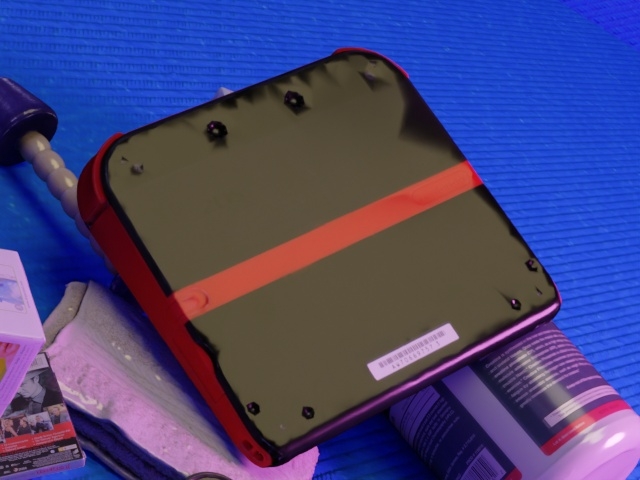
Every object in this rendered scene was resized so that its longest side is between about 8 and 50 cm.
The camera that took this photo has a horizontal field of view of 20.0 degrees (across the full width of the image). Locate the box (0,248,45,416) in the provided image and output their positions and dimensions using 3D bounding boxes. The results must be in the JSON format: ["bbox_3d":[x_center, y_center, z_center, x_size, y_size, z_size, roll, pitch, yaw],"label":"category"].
[{"bbox_3d":[-0.329,0.065,1.363,0.203,0.114,0.103,12,35,-33],"label":"box"}]

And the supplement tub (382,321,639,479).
[{"bbox_3d":[0.171,0.155,1.802,0.272,0.191,0.191,50,27,23],"label":"supplement tub"}]

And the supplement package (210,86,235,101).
[{"bbox_3d":[-0.035,-0.020,1.874,0.203,0.149,0.194,19,31,-32],"label":"supplement package"}]

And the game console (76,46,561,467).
[{"bbox_3d":[0.000,0.000,1.692,0.386,0.060,0.342,-25,75,-34],"label":"game console"}]

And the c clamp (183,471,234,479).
[{"bbox_3d":[-0.079,0.261,1.446,0.137,0.022,0.161,29,45,-2],"label":"c clamp"}]

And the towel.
[{"bbox_3d":[-0.128,0.152,1.579,0.282,0.049,0.187,35,26,-6],"label":"towel"}]

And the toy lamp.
[{"bbox_3d":[-0.243,-0.048,1.733,0.275,0.080,0.080,50,27,24],"label":"toy lamp"}]

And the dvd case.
[{"bbox_3d":[-0.243,0.141,1.436,0.087,0.013,0.119,-12,47,-18],"label":"dvd case"}]
